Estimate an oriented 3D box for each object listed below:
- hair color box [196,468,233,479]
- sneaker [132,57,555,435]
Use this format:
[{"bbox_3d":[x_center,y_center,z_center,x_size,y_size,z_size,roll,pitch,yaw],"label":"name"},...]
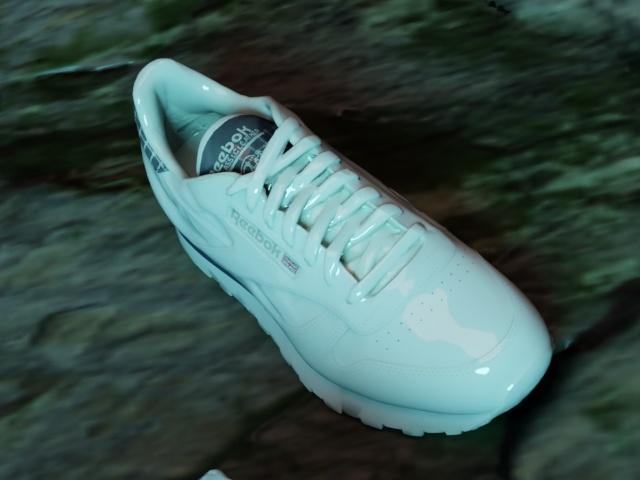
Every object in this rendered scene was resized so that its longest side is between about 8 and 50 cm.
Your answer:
[{"bbox_3d":[-0.092,0.236,0.532,0.174,0.105,0.347,35,51,25],"label":"hair color box"},{"bbox_3d":[0.000,0.000,0.817,0.090,0.095,0.235,-43,50,-20],"label":"sneaker"}]
